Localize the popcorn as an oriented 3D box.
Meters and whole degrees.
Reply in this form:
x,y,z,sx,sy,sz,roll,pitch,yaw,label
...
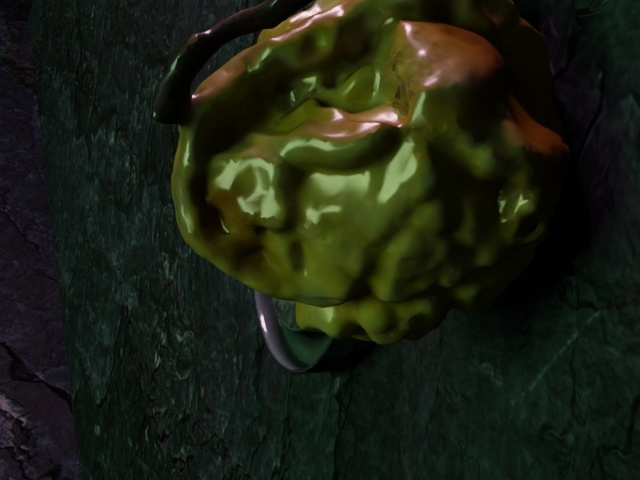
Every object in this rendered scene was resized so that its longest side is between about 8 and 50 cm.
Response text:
x,y,z,sx,sy,sz,roll,pitch,yaw,label
0.031,-0.090,1.043,0.349,0.381,0.349,-24,58,46,popcorn

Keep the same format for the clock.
x,y,z,sx,sy,sz,roll,pitch,yaw,label
0.000,-0.001,1.439,0.319,0.066,0.319,-177,90,-66,clock
